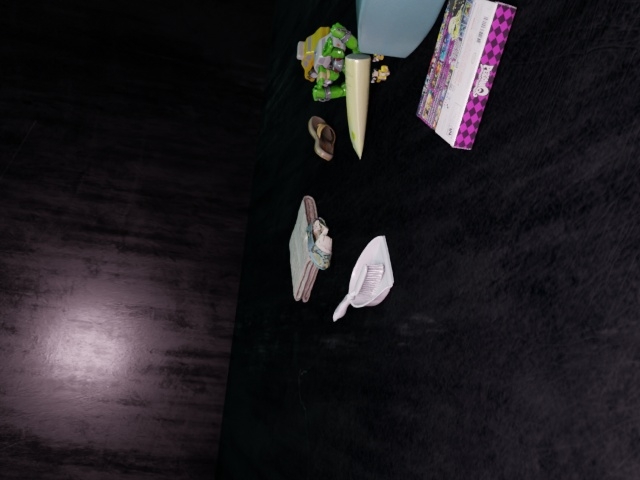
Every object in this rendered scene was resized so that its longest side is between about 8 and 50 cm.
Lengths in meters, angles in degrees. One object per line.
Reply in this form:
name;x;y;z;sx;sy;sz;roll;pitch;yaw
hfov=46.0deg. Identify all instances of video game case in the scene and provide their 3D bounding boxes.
video game case;0.236;-0.292;1.267;0.210;0.042;0.232;-114;36;-65

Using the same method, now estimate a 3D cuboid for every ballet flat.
ballet flat;0.000;0.000;1.980;0.188;0.070;0.070;-108;30;-54

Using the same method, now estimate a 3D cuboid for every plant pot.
plant pot;0.147;-0.490;1.502;0.234;0.166;0.165;108;164;-55

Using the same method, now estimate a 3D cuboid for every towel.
towel;-0.048;0.023;2.171;0.282;0.049;0.187;-99;23;-51

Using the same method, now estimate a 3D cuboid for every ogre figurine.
ogre figurine;0.058;-0.439;1.894;0.097;0.118;0.197;-136;54;-67

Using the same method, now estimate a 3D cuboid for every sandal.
sandal;0.012;-0.292;2.097;0.049;0.072;0.180;-52;30;32

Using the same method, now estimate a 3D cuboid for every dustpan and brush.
dustpan and brush;0.083;0.105;1.591;0.147;0.060;0.211;-96;21;-45

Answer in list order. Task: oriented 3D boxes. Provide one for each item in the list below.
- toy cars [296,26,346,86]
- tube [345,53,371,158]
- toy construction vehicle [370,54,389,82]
toy cars;-0.010;-0.566;2.291;0.393;0.087;0.176;-127;47;-70
tube;0.088;-0.322;1.808;0.070;0.062;0.240;-37;-45;-48
toy construction vehicle;0.141;-0.409;1.732;0.098;0.035;0.086;134;144;-80
